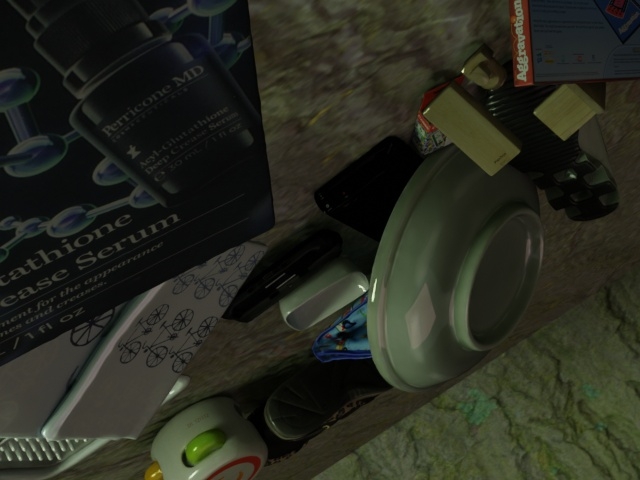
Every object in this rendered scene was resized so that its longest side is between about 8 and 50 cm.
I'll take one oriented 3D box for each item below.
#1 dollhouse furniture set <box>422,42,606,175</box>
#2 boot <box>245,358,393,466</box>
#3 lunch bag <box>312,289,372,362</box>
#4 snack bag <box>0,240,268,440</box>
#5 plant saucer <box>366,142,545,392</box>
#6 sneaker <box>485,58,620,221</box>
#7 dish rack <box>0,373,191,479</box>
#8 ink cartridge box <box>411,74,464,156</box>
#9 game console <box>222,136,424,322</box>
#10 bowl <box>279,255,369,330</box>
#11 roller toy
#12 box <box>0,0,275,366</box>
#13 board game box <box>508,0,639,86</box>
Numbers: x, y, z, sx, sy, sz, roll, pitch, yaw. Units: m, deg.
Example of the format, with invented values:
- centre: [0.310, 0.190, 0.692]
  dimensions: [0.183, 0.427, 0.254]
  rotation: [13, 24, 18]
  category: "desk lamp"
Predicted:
- centre: [0.234, -0.178, 1.117]
  dimensions: [0.151, 0.144, 0.123]
  rotation: [-44, -170, 34]
  category: "dollhouse furniture set"
- centre: [0.000, 0.322, 1.890]
  dimensions: [0.377, 0.138, 0.284]
  rotation: [-29, 168, -37]
  category: "boot"
- centre: [0.125, 0.109, 1.576]
  dimensions: [0.221, 0.138, 0.293]
  rotation: [-33, -176, -41]
  category: "lunch bag"
- centre: [-0.231, 0.101, 1.047]
  dimensions: [0.323, 0.037, 0.342]
  rotation: [-54, 153, 6]
  category: "snack bag"
- centre: [0.222, 0.041, 1.318]
  dimensions: [0.400, 0.100, 0.400]
  rotation: [-26, 126, -43]
  category: "plant saucer"
- centre: [0.313, -0.166, 1.282]
  dimensions: [0.122, 0.146, 0.330]
  rotation: [-15, 145, 26]
  category: "sneaker"
- centre: [-0.352, 0.224, 1.245]
  dimensions: [0.285, 0.072, 0.333]
  rotation: [-36, 159, 7]
  category: "dish rack"
- centre: [0.153, -0.154, 1.165]
  dimensions: [0.063, 0.029, 0.115]
  rotation: [-27, 159, -14]
  category: "ink cartridge box"
- centre: [0.000, 0.000, 1.285]
  dimensions: [0.361, 0.044, 0.213]
  rotation: [-37, 158, 12]
  category: "game console"
- centre: [0.000, 0.076, 1.435]
  dimensions: [0.142, 0.053, 0.142]
  rotation: [-33, 162, 1]
  category: "bowl"
- centre: [-0.209, 0.390, 1.721]
  dimensions: [0.191, 0.146, 0.209]
  rotation: [-1, 134, -47]
  category: "roller toy"
- centre: [-0.206, -0.103, 0.506]
  dimensions: [0.293, 0.212, 0.395]
  rotation: [-28, 158, -11]
  category: "box"
- centre: [0.297, -0.246, 1.023]
  dimensions: [0.281, 0.145, 0.027]
  rotation: [-11, -170, -43]
  category: "board game box"
